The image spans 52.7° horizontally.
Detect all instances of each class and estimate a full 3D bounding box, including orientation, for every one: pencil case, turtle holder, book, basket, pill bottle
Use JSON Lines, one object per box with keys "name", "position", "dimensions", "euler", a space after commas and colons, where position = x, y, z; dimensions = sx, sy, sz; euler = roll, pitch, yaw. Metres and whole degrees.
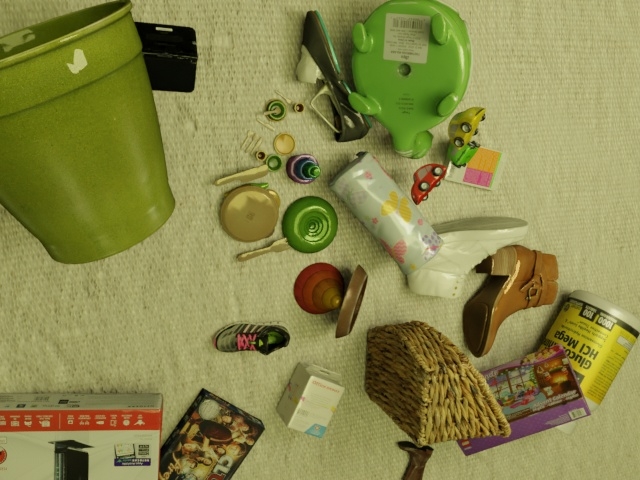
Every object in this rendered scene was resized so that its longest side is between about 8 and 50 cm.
{"name": "pencil case", "position": [0.137, -0.055, 1.367], "dimensions": [0.113, 0.124, 0.273], "euler": [-43, 94, -25]}
{"name": "turtle holder", "position": [0.207, -0.333, 1.309], "dimensions": [0.320, 0.243, 0.227], "euler": [63, 33, -13]}
{"name": "book", "position": [0.360, -0.175, 1.512], "dimensions": [0.144, 0.035, 0.096], "euler": [11, 98, -21]}
{"name": "basket", "position": [0.254, 0.287, 1.418], "dimensions": [0.223, 0.299, 0.213], "euler": [-1, 99, -18]}
{"name": "pill bottle", "position": [0.645, 0.308, 1.627], "dimensions": [0.188, 0.188, 0.334], "euler": [30, 88, -23]}

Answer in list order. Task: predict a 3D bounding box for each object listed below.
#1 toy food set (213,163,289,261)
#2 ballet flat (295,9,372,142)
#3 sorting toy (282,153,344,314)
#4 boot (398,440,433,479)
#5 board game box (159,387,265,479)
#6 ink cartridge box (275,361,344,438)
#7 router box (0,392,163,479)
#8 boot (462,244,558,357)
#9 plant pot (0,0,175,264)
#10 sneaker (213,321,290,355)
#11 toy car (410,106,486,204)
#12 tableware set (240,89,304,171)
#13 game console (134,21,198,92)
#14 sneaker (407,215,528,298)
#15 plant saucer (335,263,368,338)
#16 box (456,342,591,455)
{"name": "toy food set", "position": [-0.145, -0.057, 1.348], "dimensions": [0.132, 0.038, 0.192], "euler": [-17, 111, -9]}
{"name": "ballet flat", "position": [0.011, -0.323, 1.323], "dimensions": [0.096, 0.095, 0.280], "euler": [-28, 109, -1]}
{"name": "sorting toy", "position": [0.000, 0.000, 1.361], "dimensions": [0.127, 0.126, 0.365], "euler": [-13, 105, -18]}
{"name": "boot", "position": [0.220, 0.561, 1.602], "dimensions": [0.106, 0.037, 0.114], "euler": [18, 98, -20]}
{"name": "board game box", "position": [-0.255, 0.464, 1.399], "dimensions": [0.165, 0.042, 0.243], "euler": [36, 87, -23]}
{"name": "ink cartridge box", "position": [-0.019, 0.347, 1.439], "dimensions": [0.092, 0.090, 0.143], "euler": [26, 89, -23]}
{"name": "router box", "position": [-0.485, 0.455, 1.266], "dimensions": [0.335, 0.082, 0.301], "euler": [2, 100, -12]}
{"name": "boot", "position": [0.473, 0.151, 1.590], "dimensions": [0.220, 0.109, 0.283], "euler": [5, 91, -25]}
{"name": "plant pot", "position": [-0.416, -0.165, 1.080], "dimensions": [0.366, 0.366, 0.353], "euler": [-27, 120, -14]}
{"name": "sneaker", "position": [-0.140, 0.211, 1.376], "dimensions": [0.170, 0.075, 0.063], "euler": [-3, 101, -20]}
{"name": "toy car", "position": [0.284, -0.190, 1.388], "dimensions": [0.053, 0.225, 0.239], "euler": [40, 114, 16]}
{"name": "tableware set", "position": [-0.087, -0.225, 1.339], "dimensions": [0.104, 0.024, 0.154], "euler": [33, 88, -23]}
{"name": "game console", "position": [-0.303, -0.352, 1.241], "dimensions": [0.122, 0.071, 0.107], "euler": [-1, 71, -21]}
{"name": "sneaker", "position": [0.336, 0.044, 1.491], "dimensions": [0.293, 0.108, 0.169], "euler": [-9, 107, 4]}
{"name": "plant saucer", "position": [0.071, 0.135, 1.396], "dimensions": [0.029, 0.168, 0.168], "euler": [16, 95, 9]}
{"name": "box", "position": [0.449, 0.366, 1.496], "dimensions": [0.293, 0.201, 0.057], "euler": [-25, 111, 17]}
